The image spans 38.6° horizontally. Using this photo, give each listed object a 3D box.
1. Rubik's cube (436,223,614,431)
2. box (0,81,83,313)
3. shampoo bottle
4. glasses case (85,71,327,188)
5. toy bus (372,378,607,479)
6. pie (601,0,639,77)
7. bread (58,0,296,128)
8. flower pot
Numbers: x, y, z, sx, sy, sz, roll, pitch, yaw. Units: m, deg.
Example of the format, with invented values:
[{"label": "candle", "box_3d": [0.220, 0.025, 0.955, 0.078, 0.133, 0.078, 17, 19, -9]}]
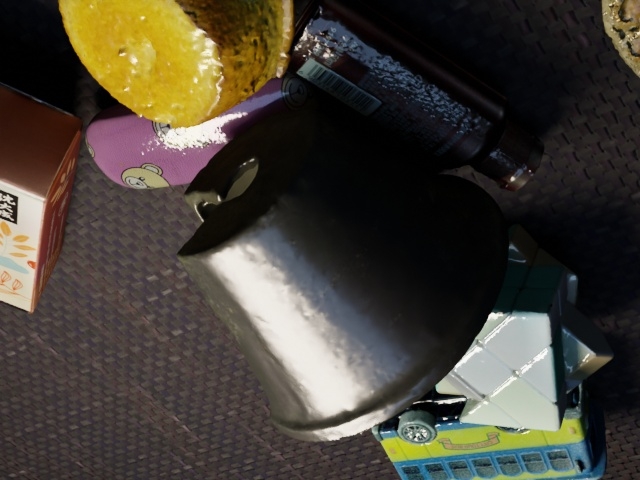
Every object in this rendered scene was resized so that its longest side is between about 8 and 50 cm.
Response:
[{"label": "Rubik's cube", "box_3d": [0.249, 0.107, 1.202, 0.265, 0.213, 0.224, 3, 118, 24]}, {"label": "box", "box_3d": [-0.501, -0.081, 1.166, 0.344, 0.122, 0.385, 23, 151, -9]}, {"label": "shampoo bottle", "box_3d": [0.113, -0.168, 1.062, 0.323, 0.084, 0.129, 29, 136, -14]}, {"label": "glasses case", "box_3d": [-0.146, -0.137, 1.146, 0.316, 0.076, 0.123, -10, 132, 19]}, {"label": "toy bus", "box_3d": [0.252, 0.264, 1.368, 0.312, 0.152, 0.190, -12, 126, 22]}, {"label": "pie", "box_3d": [0.425, -0.262, 0.931, 0.274, 0.055, 0.274, 5, 126, 7]}, {"label": "bread", "box_3d": [-0.161, -0.244, 0.985, 0.268, 0.146, 0.268, 22, 136, 23]}, {"label": "flower pot", "box_3d": [0.000, 0.000, 1.035, 0.379, 0.379, 0.251, -28, 122, 31]}]
